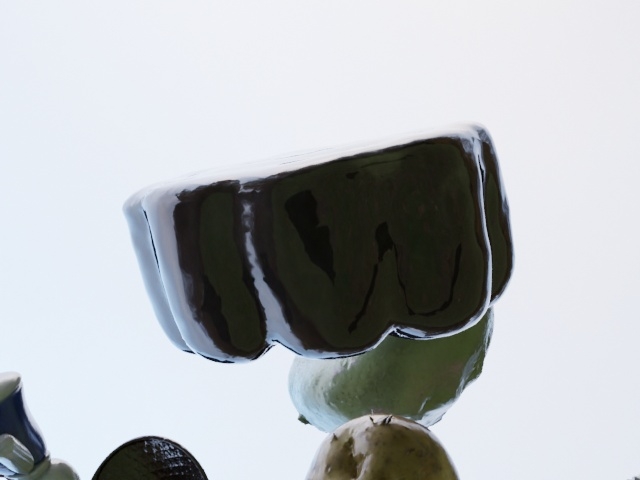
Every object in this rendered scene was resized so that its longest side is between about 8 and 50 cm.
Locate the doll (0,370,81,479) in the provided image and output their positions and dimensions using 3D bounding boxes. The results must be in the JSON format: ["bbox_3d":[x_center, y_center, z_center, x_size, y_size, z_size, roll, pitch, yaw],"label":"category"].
[{"bbox_3d":[-0.190,0.134,0.591,0.058,0.099,0.143,-35,-75,-14],"label":"doll"}]

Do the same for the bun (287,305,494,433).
[{"bbox_3d":[0.102,0.137,1.109,0.179,0.283,0.283,45,-109,-10],"label":"bun"}]

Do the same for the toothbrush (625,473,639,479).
[{"bbox_3d":[0.218,0.102,0.525,0.413,0.035,0.042,-43,-84,-5],"label":"toothbrush"}]

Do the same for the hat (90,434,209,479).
[{"bbox_3d":[-0.166,0.309,1.008,0.082,0.193,0.193,23,-103,-55],"label":"hat"}]

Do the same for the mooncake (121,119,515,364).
[{"bbox_3d":[0.000,0.000,0.749,0.306,0.306,0.154,-13,-85,-25],"label":"mooncake"}]

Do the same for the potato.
[{"bbox_3d":[0.049,0.268,0.900,0.161,0.234,0.128,26,-146,-10],"label":"potato"}]
